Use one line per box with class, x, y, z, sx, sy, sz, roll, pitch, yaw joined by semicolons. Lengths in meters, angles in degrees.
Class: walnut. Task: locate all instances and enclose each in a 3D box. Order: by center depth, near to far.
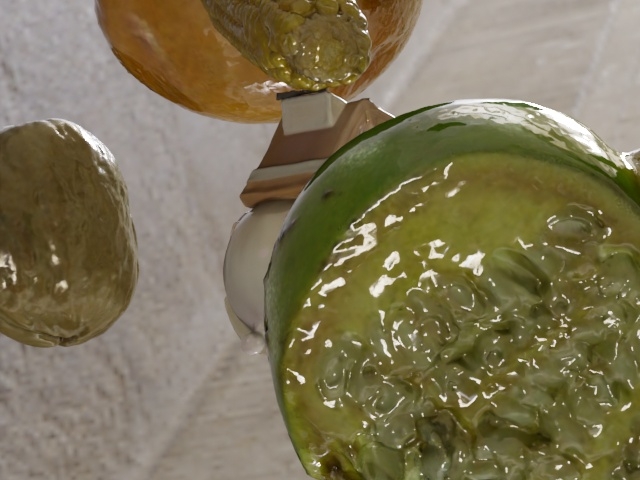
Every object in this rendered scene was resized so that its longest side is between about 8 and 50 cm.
walnut;-0.336;-0.008;1.943;0.283;0.227;0.283;21;57;-35

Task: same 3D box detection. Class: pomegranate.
pomegranate;0.142;0.033;0.978;0.310;0.358;0.216;48;7;-5

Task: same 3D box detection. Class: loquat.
loquat;-0.054;-0.265;1.497;0.328;0.328;0.328;-11;90;-70

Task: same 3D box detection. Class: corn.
corn;-0.027;-0.168;1.192;0.262;0.097;0.097;-124;-168;-63

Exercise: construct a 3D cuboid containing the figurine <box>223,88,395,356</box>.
figurine;-0.002;-0.001;1.326;0.141;0.162;0.237;40;55;-41
